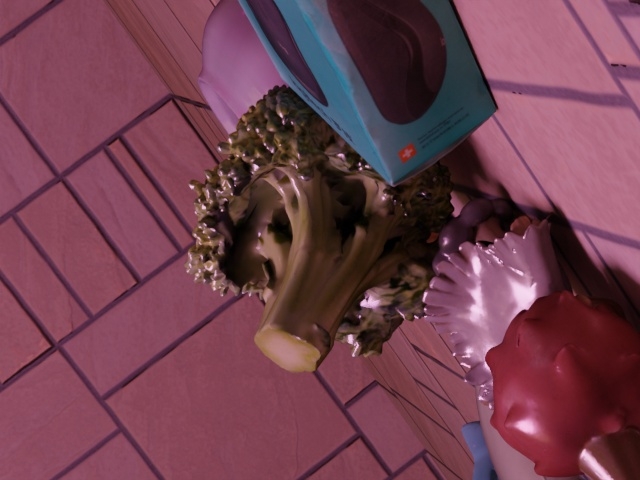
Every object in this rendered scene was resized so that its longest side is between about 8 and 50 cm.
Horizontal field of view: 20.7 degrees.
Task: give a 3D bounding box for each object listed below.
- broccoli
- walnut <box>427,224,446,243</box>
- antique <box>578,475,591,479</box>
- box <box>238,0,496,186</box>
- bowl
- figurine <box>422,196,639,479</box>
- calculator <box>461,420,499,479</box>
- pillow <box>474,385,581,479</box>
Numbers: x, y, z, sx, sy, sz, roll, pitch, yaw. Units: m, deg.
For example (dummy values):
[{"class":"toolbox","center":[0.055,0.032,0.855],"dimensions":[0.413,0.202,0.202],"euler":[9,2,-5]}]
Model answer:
[{"class":"broccoli","center":[-0.002,-0.009,1.677],"dimensions":[0.288,0.260,0.235],"euler":[38,171,-22]},{"class":"walnut","center":[0.076,0.010,1.959],"dimensions":[0.166,0.149,0.166],"euler":[-19,-90,-74]},{"class":"antique","center":[0.328,0.247,1.715],"dimensions":[0.183,0.086,0.088],"euler":[51,172,20]},{"class":"box","center":[0.003,-0.214,1.421],"dimensions":[0.205,0.118,0.311],"euler":[45,170,42]},{"class":"bowl","center":[-0.028,-0.151,1.851],"dimensions":[0.287,0.144,0.287],"euler":[52,172,10]},{"class":"figurine","center":[0.212,0.101,1.513],"dimensions":[0.387,0.166,0.207],"euler":[-126,40,-51]},{"class":"calculator","center":[0.313,0.387,2.119],"dimensions":[0.386,0.054,0.256],"euler":[44,-152,-20]},{"class":"pillow","center":[0.261,0.260,1.938],"dimensions":[0.255,0.120,0.322],"euler":[66,-179,-61]}]
